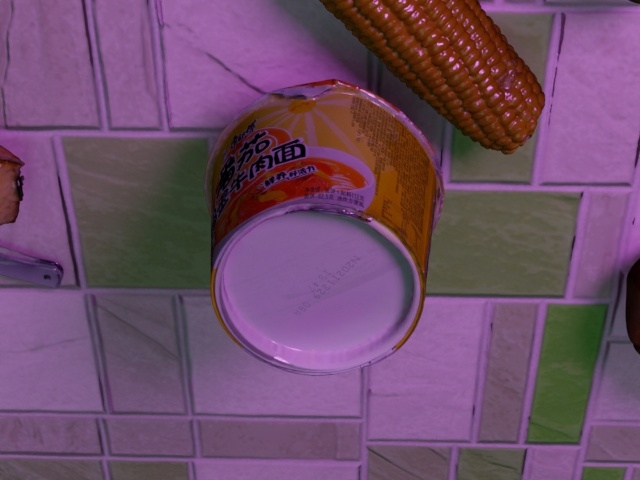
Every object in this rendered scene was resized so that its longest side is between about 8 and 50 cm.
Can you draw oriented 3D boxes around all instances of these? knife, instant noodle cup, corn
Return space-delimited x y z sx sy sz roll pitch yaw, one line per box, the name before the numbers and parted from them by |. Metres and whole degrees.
knife | -0.400 0.022 1.376 0.162 0.023 0.044 16 122 -9
instant noodle cup | 0.000 0.000 1.119 0.265 0.200 0.264 1 124 2
corn | 0.095 -0.224 1.111 0.120 0.120 0.363 -34 117 25

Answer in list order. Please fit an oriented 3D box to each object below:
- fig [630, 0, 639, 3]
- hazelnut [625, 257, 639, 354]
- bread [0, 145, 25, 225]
fig | 0.332 -0.340 0.996 0.151 0.151 0.259 22 126 -14
hazelnut | 0.469 0.076 1.305 0.181 0.181 0.212 1 132 38
bread | -0.475 -0.058 1.247 0.260 0.134 0.129 -19 147 -24
